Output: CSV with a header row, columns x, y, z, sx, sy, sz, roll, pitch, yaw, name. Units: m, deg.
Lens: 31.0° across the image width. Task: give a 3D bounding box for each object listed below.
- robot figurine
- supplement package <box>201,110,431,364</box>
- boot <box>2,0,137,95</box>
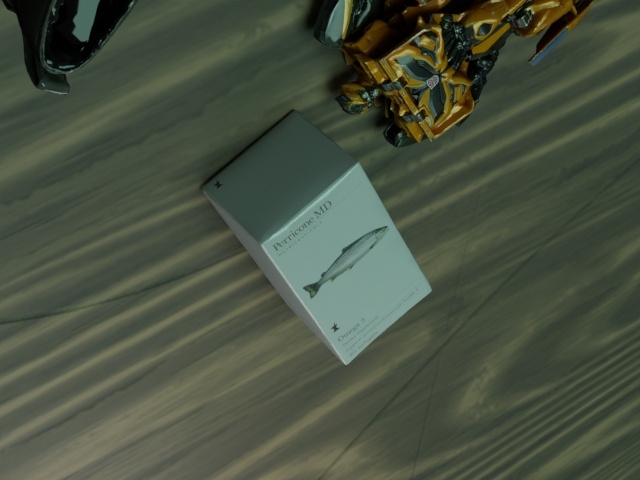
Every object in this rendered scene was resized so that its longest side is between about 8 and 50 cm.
x,y,z,sx,sy,sz,roll,pitch,yaw,name
0.130,-0.203,0.945,0.291,0.085,0.211,-44,135,-3,robot figurine
0.000,0.000,0.974,0.105,0.105,0.179,-40,135,-6,supplement package
-0.128,-0.233,0.627,0.091,0.229,0.263,9,114,-40,boot
